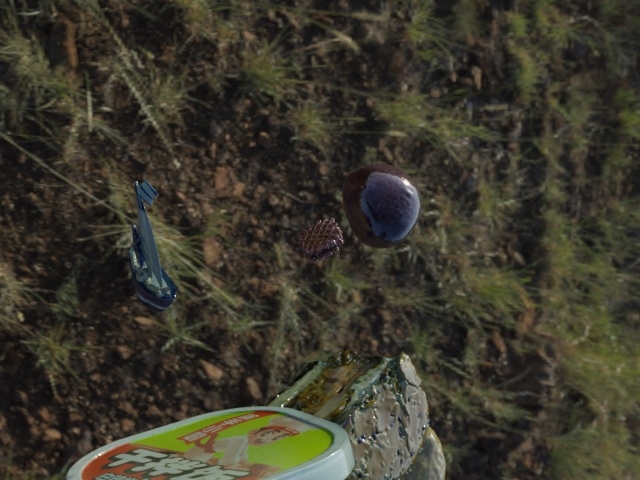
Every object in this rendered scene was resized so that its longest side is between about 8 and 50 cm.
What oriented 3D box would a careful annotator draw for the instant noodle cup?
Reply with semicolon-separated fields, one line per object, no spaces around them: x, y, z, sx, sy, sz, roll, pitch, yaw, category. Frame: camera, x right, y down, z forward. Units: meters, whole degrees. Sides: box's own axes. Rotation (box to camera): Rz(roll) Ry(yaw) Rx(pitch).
-0.092;0.360;0.867;0.294;0.294;0.308;-14;98;-42;instant noodle cup

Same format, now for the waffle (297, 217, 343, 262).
0.000;0.000;1.388;0.075;0.083;0.029;-32;129;5;waffle

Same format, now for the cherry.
0.125;-0.076;1.720;0.176;0.140;0.176;-13;108;-44;cherry

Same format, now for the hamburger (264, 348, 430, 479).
0.037;0.283;1.232;0.288;0.167;0.192;-40;112;-45;hamburger

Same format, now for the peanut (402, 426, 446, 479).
0.143;0.479;1.587;0.149;0.149;0.313;-1;119;-44;peanut

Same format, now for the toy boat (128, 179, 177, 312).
-0.376;0.012;1.844;0.070;0.210;0.292;-16;102;-29;toy boat
